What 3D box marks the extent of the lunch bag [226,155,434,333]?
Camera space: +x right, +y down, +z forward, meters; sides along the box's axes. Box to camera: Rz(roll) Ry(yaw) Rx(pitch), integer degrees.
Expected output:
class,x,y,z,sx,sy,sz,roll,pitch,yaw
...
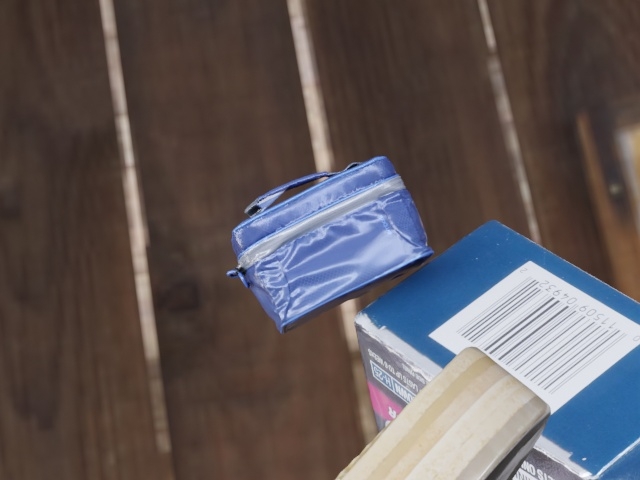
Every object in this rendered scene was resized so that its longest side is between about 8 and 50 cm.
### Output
class,x,y,z,sx,sy,sz,roll,pitch,yaw
lunch bag,0.000,0.000,0.951,0.098,0.065,0.067,-25,174,-7

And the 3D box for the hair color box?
class,x,y,z,sx,sy,sz,roll,pitch,yaw
hair color box,0.134,0.176,1.023,0.105,0.174,0.347,-34,133,-23

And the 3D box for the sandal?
class,x,y,z,sx,sy,sz,roll,pitch,yaw
sandal,-0.055,0.098,0.398,0.240,0.079,0.088,-46,164,-23
